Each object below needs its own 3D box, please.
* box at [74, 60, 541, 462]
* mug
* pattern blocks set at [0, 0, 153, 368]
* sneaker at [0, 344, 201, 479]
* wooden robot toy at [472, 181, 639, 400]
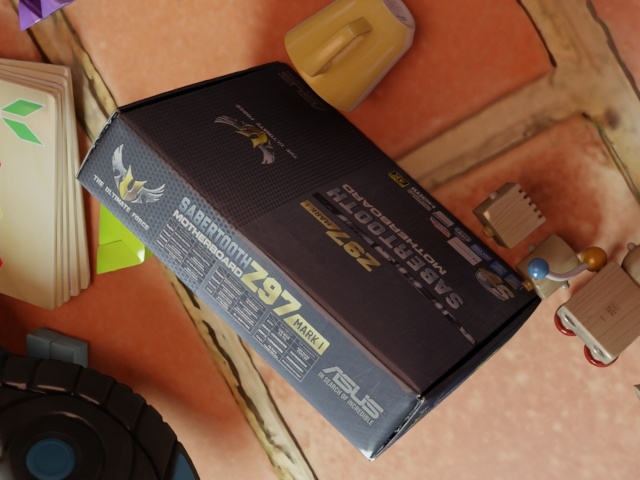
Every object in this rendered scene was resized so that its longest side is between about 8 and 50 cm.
[{"bbox_3d":[0.000,0.000,0.816,0.232,0.183,0.059,43,121,12],"label":"box"},{"bbox_3d":[0.023,-0.116,0.835,0.064,0.078,0.062,-38,120,24],"label":"mug"},{"bbox_3d":[-0.237,-0.050,1.020,0.285,0.026,0.325,25,120,20],"label":"pattern blocks set"},{"bbox_3d":[-0.219,0.152,1.023,0.340,0.125,0.140,34,141,19],"label":"sneaker"},{"bbox_3d":[0.171,0.025,0.811,0.079,0.076,0.173,-41,82,-3],"label":"wooden robot toy"}]
